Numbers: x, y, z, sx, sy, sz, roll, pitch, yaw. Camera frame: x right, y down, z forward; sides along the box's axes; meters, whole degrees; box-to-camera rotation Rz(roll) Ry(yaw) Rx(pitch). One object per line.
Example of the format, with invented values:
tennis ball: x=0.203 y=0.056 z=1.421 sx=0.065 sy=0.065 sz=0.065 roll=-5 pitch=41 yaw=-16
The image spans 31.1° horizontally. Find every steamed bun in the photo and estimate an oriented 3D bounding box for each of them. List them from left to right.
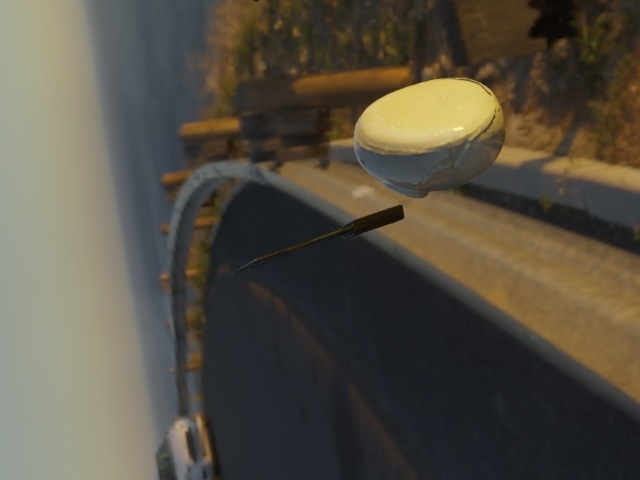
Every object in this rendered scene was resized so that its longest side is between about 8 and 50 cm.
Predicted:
steamed bun: x=0.166 y=-0.147 z=1.724 sx=0.177 sy=0.228 sz=0.131 roll=-89 pitch=-15 yaw=-46

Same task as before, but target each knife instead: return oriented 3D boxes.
knife: x=0.000 y=0.000 z=1.381 sx=0.072 sy=0.245 sz=0.019 roll=-27 pitch=83 yaw=53
